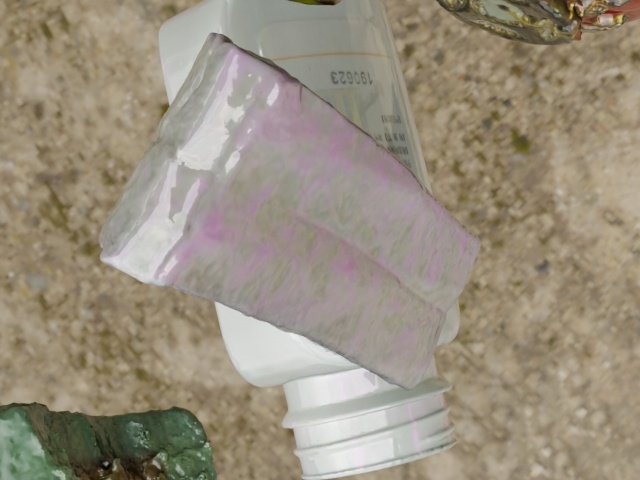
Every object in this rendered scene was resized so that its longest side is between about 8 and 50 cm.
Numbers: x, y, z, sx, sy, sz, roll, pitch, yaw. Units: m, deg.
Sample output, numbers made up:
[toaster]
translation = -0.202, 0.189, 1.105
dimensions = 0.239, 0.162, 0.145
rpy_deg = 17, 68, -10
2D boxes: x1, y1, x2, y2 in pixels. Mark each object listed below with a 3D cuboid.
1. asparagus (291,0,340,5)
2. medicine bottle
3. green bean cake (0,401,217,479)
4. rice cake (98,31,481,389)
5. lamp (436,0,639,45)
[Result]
[asparagus]
translation = -0.089, -0.193, 0.673
dimensions = 0.278, 0.067, 0.060
rpy_deg = 30, 126, 34
[medicine bottle]
translation = 0.003, -0.007, 0.855
dimensions = 0.124, 0.179, 0.324
rpy_deg = -19, 84, 41
[green bean cake]
translation = -0.231, 0.241, 1.070
dimensions = 0.308, 0.300, 0.169
rpy_deg = 106, 150, -67
[rice cake]
translation = 0.001, -0.001, 0.616
dimensions = 0.050, 0.106, 0.298
rpy_deg = 29, 179, 29
[lamp]
translation = 0.143, -0.228, 0.756
dimensions = 0.227, 0.227, 0.227
rpy_deg = 23, 132, 28
